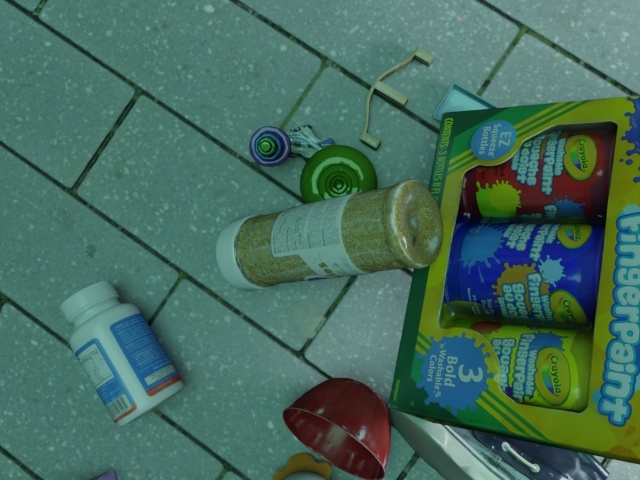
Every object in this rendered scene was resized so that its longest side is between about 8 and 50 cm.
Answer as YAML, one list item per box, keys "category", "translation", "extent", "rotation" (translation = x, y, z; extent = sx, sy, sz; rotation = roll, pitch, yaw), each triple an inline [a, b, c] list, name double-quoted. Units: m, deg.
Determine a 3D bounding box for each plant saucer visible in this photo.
- category: "plant saucer"
  translation: [0.284, -0.185, 1.079]
  extent: [0.192, 0.018, 0.067]
  rotation: [31, 91, 8]

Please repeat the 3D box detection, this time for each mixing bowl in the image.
- category: "mixing bowl"
  translation: [0.041, 0.281, 1.026]
  extent: [0.181, 0.181, 0.098]
  rotation: [32, 58, 7]

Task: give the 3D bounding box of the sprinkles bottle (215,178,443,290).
- category: "sprinkles bottle"
  translation: [0.000, 0.000, 0.963]
  extent: [0.355, 0.121, 0.121]
  rotation: [-11, 85, 42]

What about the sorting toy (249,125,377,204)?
- category: "sorting toy"
  translation: [0.050, -0.072, 1.019]
  extent: [0.365, 0.126, 0.127]
  rotation: [29, 98, -3]

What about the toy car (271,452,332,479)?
- category: "toy car"
  translation: [0.002, 0.445, 1.020]
  extent: [0.210, 0.219, 0.238]
  rotation: [-13, 58, 6]

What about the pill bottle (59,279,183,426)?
- category: "pill bottle"
  translation: [-0.332, 0.181, 1.080]
  extent: [0.124, 0.124, 0.221]
  rotation: [-32, 84, 4]

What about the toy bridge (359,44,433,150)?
- category: "toy bridge"
  translation: [0.117, -0.246, 1.096]
  extent: [0.063, 0.026, 0.188]
  rotation: [32, 91, 8]

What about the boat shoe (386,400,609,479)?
- category: "boat shoe"
  translation: [0.275, 0.321, 1.021]
  extent: [0.340, 0.127, 0.158]
  rotation: [39, 66, 15]

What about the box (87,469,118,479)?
- category: "box"
  translation: [-0.414, 0.544, 1.077]
  extent: [0.213, 0.117, 0.243]
  rotation: [-24, 86, 5]

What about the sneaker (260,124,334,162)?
- category: "sneaker"
  translation: [-0.038, -0.169, 1.103]
  extent: [0.135, 0.052, 0.058]
  rotation: [20, 83, -2]

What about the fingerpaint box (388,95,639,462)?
- category: "fingerpaint box"
  translation: [0.320, 0.044, 0.869]
  extent: [0.371, 0.163, 0.445]
  rotation: [3, 72, 35]
